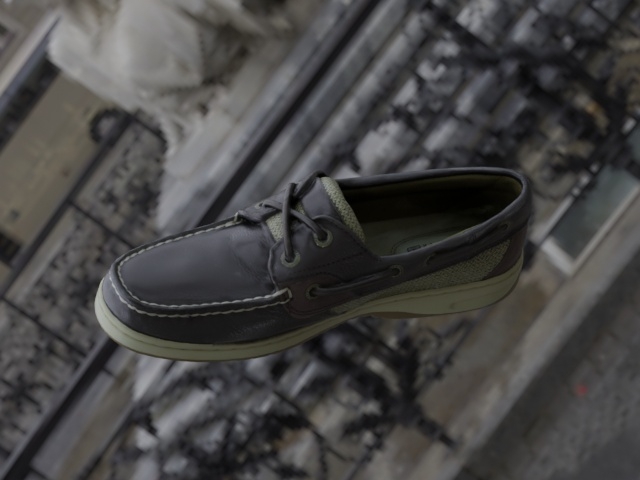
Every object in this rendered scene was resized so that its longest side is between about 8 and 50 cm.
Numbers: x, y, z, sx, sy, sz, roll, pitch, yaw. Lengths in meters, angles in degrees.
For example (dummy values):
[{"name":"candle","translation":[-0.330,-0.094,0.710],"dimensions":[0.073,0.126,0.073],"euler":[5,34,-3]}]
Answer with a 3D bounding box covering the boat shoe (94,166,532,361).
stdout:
[{"name":"boat shoe","translation":[0.001,0.001,0.787],"dimensions":[0.080,0.223,0.073],"euler":[-118,29,-42]}]
